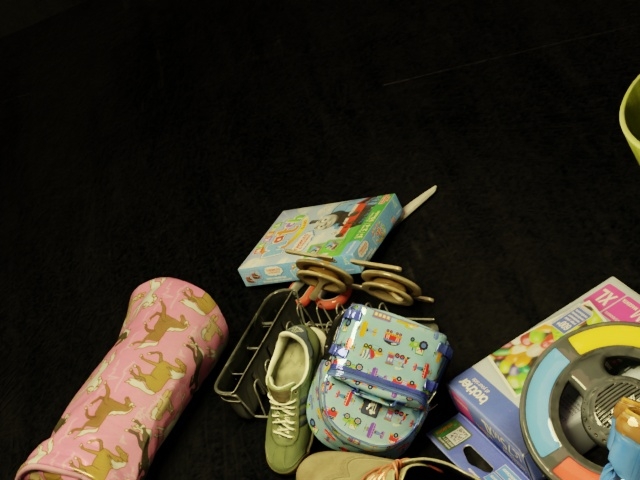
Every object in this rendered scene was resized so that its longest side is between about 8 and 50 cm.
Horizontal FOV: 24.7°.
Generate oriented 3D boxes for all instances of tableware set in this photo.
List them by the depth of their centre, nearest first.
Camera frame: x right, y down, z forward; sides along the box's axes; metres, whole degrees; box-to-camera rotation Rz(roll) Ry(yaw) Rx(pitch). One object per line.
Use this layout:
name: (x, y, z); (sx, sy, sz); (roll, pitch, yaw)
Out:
tableware set: (0.048, 0.064, 2.022); (0.194, 0.128, 0.039); (9, 71, 31)

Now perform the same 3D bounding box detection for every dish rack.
dish rack: (0.018, 0.158, 1.953); (0.271, 0.074, 0.208); (-1, 41, 31)

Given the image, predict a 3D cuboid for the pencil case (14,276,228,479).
pencil case: (-0.262, 0.224, 1.968); (0.160, 0.167, 0.386); (13, 43, 14)

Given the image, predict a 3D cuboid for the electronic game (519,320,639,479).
electronic game: (0.338, 0.194, 1.640); (0.229, 0.048, 0.229); (-3, 59, 6)

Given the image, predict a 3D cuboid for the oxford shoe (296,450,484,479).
oxford shoe: (0.096, 0.283, 1.667); (0.348, 0.130, 0.123); (9, 46, 41)

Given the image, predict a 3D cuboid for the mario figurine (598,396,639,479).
mario figurine: (0.295, 0.323, 1.398); (0.170, 0.198, 0.320); (27, 100, 42)

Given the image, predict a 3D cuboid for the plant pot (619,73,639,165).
plant pot: (0.522, -0.060, 1.721); (0.275, 0.293, 0.275); (-17, 33, 11)

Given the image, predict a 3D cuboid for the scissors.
scissors: (0.058, 0.005, 2.190); (0.109, 0.021, 0.297); (7, 46, 42)

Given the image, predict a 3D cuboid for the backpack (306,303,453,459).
backpack: (0.066, 0.180, 1.790); (0.117, 0.158, 0.173); (116, 178, -78)

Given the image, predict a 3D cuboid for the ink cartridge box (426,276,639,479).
ink cartridge box: (0.287, 0.176, 1.762); (0.311, 0.065, 0.186); (-33, 33, -9)

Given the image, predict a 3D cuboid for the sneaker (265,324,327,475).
sneaker: (-0.045, 0.197, 1.836); (0.064, 0.086, 0.192); (9, 83, 24)

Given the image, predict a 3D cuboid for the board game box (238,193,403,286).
board game box: (0.000, 0.000, 2.193); (0.211, 0.039, 0.160); (-9, 30, 35)
